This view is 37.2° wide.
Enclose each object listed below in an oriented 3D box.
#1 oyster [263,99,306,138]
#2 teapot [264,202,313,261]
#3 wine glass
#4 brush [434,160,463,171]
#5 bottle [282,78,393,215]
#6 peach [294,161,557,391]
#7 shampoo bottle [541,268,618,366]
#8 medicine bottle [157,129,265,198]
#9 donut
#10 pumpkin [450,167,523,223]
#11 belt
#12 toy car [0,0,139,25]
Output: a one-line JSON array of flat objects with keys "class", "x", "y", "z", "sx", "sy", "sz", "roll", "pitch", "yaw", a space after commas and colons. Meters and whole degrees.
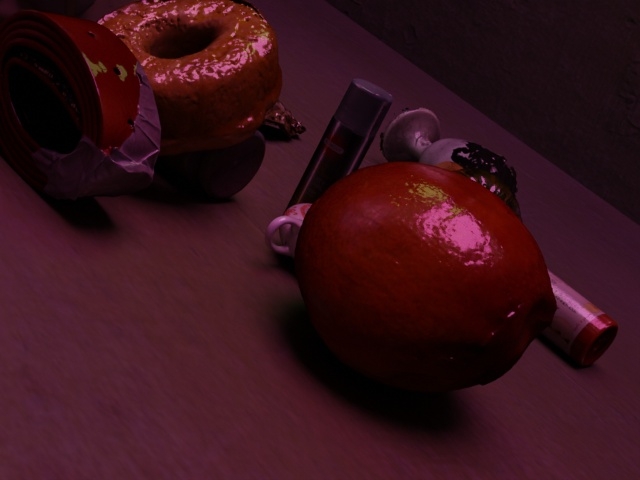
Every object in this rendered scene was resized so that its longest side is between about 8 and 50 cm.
[{"class": "oyster", "x": -0.145, "y": -0.278, "z": 2.054, "sx": 0.129, "sy": 0.078, "sz": 0.345, "roll": 14, "pitch": 5, "yaw": 39}, {"class": "teapot", "x": 0.000, "y": 0.000, "z": 1.537, "sx": 0.245, "sy": 0.116, "sz": 0.159, "roll": 2, "pitch": 45, "yaw": -54}, {"class": "wine glass", "x": 0.293, "y": -0.164, "z": 2.193, "sx": 0.190, "sy": 0.190, "sz": 0.357, "roll": 13, "pitch": 21, "yaw": -35}, {"class": "brush", "x": 0.238, "y": -0.048, "z": 1.903, "sx": 0.166, "sy": 0.174, "sz": 0.267, "roll": 44, "pitch": -9, "yaw": -14}, {"class": "bottle", "x": 0.028, "y": -0.139, "z": 1.642, "sx": 0.082, "sy": 0.286, "sz": 0.082, "roll": 24, "pitch": 20, "yaw": -10}, {"class": "peach", "x": 0.140, "y": 0.054, "z": 1.325, "sx": 0.372, "sy": 0.290, "sz": 0.372, "roll": 22, "pitch": 20, "yaw": -9}, {"class": "shampoo bottle", "x": 0.422, "y": 0.114, "z": 1.800, "sx": 0.104, "sy": 0.104, "sz": 0.278, "roll": 2, "pitch": 32, "yaw": -49}, {"class": "medicine bottle", "x": -0.254, "y": -0.213, "z": 1.658, "sx": 0.322, "sy": 0.151, "sz": 0.151, "roll": 38, "pitch": 23, "yaw": 25}, {"class": "donut", "x": -0.220, "y": -0.271, "z": 1.514, "sx": 0.299, "sy": 0.150, "sz": 0.317, "roll": 23, "pitch": 51, "yaw": 16}, {"class": "pumpkin", "x": 0.237, "y": 0.000, "z": 1.688, "sx": 0.260, "sy": 0.189, "sz": 0.260, "roll": 9, "pitch": 69, "yaw": -26}, {"class": "belt", "x": -0.355, "y": -0.185, "z": 1.365, "sx": 0.115, "sy": 0.227, "sz": 0.324, "roll": -6, "pitch": 50, "yaw": -51}, {"class": "toy car", "x": -0.477, "y": -0.497, "z": 1.813, "sx": 0.336, "sy": 0.242, "sz": 0.226, "roll": 11, "pitch": -1, "yaw": -9}]
